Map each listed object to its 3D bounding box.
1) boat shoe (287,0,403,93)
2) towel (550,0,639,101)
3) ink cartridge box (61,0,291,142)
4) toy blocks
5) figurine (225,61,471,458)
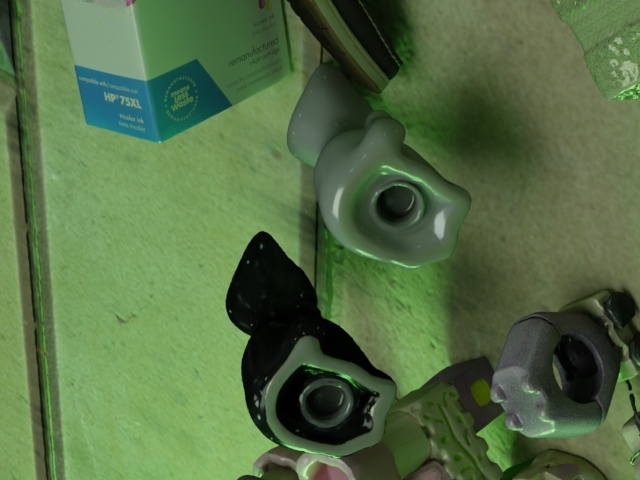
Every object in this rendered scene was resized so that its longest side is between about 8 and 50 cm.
[{"bbox_3d":[-0.005,-0.195,1.131,0.223,0.073,0.080,53,176,-19],"label":"boat shoe"},{"bbox_3d":[0.188,-0.147,1.002,0.148,0.027,0.110,-31,90,51],"label":"towel"},{"bbox_3d":[-0.104,-0.198,1.185,0.078,0.134,0.231,17,126,40],"label":"ink cartridge box"},{"bbox_3d":[0.087,0.237,1.171,0.309,0.260,0.288,-29,92,51],"label":"toy blocks"},{"bbox_3d":[0.000,0.000,1.167,0.209,0.092,0.215,-127,54,-64],"label":"figurine"}]
